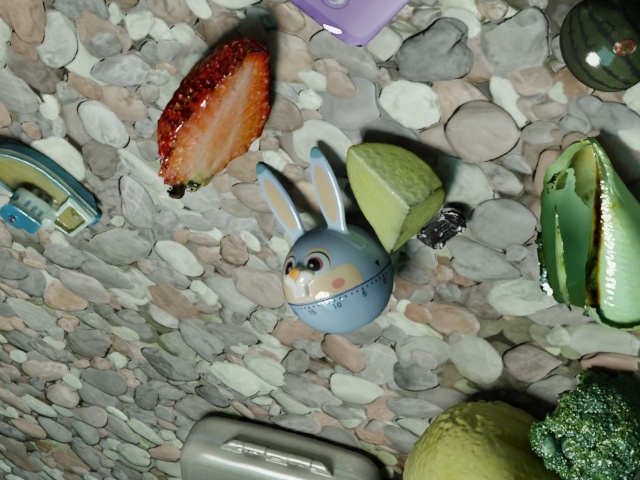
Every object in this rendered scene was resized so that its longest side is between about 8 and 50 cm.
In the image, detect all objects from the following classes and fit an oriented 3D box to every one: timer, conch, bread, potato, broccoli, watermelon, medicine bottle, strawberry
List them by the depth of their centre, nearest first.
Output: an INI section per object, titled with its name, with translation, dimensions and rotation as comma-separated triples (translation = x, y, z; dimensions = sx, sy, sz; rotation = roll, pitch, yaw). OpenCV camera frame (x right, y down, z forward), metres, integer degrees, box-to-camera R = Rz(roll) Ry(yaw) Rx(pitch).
[watermelon]
translation = 0.317, -0.202, 1.172
dimensions = 0.133, 0.105, 0.105
rotation = 52, 134, -5
[conch]
translation = 0.343, 0.009, 1.365
dimensions = 0.143, 0.137, 0.250
rotation = -25, 120, 42
[strawberry]
translation = -0.148, -0.173, 1.415
dimensions = 0.107, 0.175, 0.236
rotation = 45, 106, 21
[potato]
translation = 0.096, -0.072, 1.466
dimensions = 0.120, 0.081, 0.149
rotation = 50, 160, 15
[timer]
translation = -0.003, 0.020, 1.520
dimensions = 0.175, 0.175, 0.255
rotation = -15, 127, 36
[broccoli]
translation = 0.406, 0.283, 1.618
dimensions = 0.195, 0.195, 0.156
rotation = 44, 155, -22
[bread]
translation = 0.287, 0.397, 1.688
dimensions = 0.320, 0.320, 0.237
rotation = 36, 135, -15
[medicine bottle]
translation = -0.074, 0.459, 2.050
dimensions = 0.375, 0.123, 0.282
rotation = 12, 137, 10

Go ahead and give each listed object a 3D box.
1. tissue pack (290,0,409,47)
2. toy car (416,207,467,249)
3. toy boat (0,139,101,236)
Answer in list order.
[tissue pack]
translation = 0.059, -0.385, 1.061
dimensions = 0.242, 0.160, 0.338
rotation = 35, 137, -15
[toy car]
translation = 0.168, -0.019, 1.503
dimensions = 0.041, 0.025, 0.093
rotation = 32, 142, -12
[toy boat]
translation = -0.440, -0.070, 1.674
dimensions = 0.215, 0.102, 0.088
rotation = 41, 134, -18
